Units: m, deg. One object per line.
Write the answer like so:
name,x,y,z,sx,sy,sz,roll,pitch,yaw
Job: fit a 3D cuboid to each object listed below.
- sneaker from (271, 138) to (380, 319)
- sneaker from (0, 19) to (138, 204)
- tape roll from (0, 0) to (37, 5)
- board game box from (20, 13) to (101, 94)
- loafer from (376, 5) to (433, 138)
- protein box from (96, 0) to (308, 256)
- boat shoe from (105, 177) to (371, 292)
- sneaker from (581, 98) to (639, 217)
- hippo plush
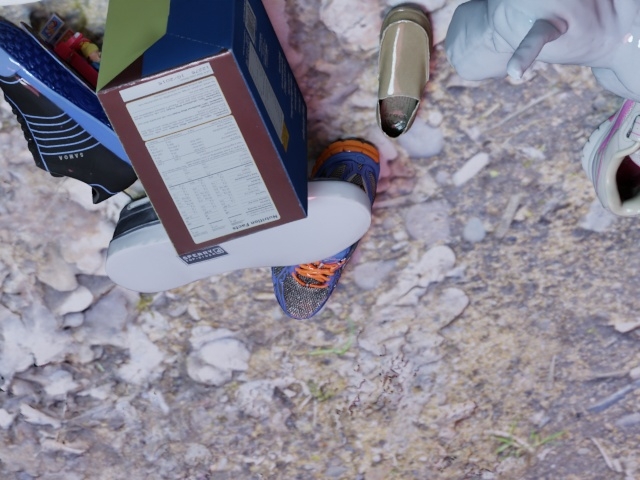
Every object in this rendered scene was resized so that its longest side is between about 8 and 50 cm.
sneaker,0.000,0.000,2.084,0.083,0.087,0.221,13,126,-9
sneaker,-0.272,-0.122,1.996,0.090,0.081,0.232,-40,119,19
tape roll,-0.290,-0.392,1.707,0.392,0.072,0.392,-1,116,-2
board game box,-0.218,-0.167,1.945,0.168,0.133,0.033,41,92,-26
loafer,0.083,-0.163,1.982,0.056,0.050,0.148,1,127,-1
protein box,-0.107,-0.134,1.911,0.136,0.200,0.201,-16,126,11
boat shoe,-0.083,-0.029,2.032,0.301,0.102,0.108,-16,140,30
sneaker,0.342,-0.121,1.974,0.103,0.111,0.252,12,126,-9
hippo plush,0.268,-0.229,1.801,0.236,0.294,0.234,15,92,-11
